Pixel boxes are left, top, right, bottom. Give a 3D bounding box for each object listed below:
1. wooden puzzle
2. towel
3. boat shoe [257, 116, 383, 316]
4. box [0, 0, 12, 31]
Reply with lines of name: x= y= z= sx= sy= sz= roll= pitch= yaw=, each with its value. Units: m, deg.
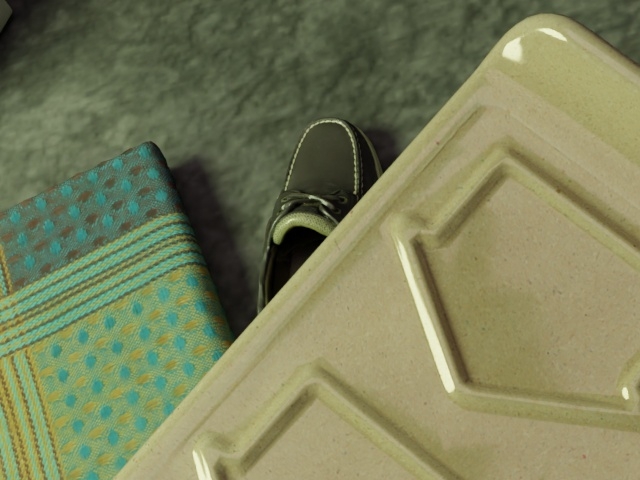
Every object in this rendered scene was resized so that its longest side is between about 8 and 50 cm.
wooden puzzle: x=0.103 y=0.127 z=0.769 sx=0.322 sy=0.080 sz=0.348 roll=38 pitch=83 yaw=17
towel: x=-0.143 y=0.149 z=0.898 sx=0.271 sy=0.040 sz=0.370 roll=-25 pitch=55 yaw=4
boat shoe: x=0.000 y=0.000 z=0.923 sx=0.056 sy=0.049 sz=0.152 roll=-6 pitch=59 yaw=16
box: x=-0.286 y=-0.146 z=1.059 sx=0.170 sy=0.130 sz=0.091 roll=17 pitch=69 yaw=26
